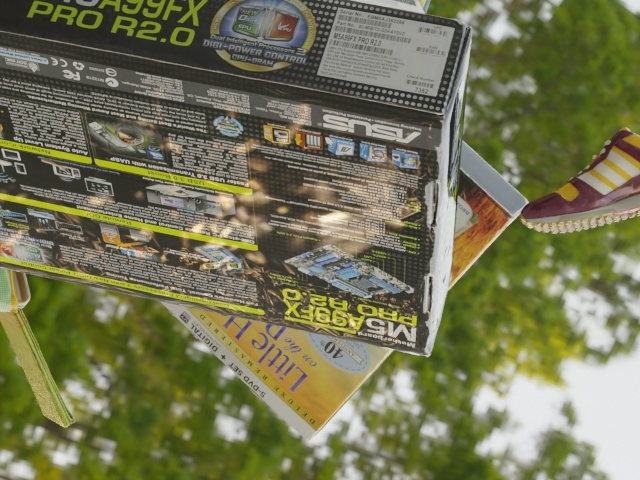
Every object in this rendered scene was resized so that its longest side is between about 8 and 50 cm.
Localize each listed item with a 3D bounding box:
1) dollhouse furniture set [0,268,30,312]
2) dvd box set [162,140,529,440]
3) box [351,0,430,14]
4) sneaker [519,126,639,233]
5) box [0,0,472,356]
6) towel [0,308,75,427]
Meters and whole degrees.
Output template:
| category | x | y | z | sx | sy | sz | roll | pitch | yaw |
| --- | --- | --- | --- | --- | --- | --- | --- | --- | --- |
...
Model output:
| category | x | y | z | sx | sy | sz | roll | pitch | yaw |
| --- | --- | --- | --- | --- | --- | --- | --- | --- | --- |
| dollhouse furniture set | -0.328 | -0.005 | 1.632 | 0.058 | 0.076 | 0.151 | -47 | -126 | 52 |
| dvd box set | 0.000 | 0.000 | 1.970 | 0.307 | 0.062 | 0.420 | 44 | -58 | 5 |
| box | -0.020 | -0.230 | 1.099 | 0.044 | 0.233 | 0.159 | 46 | -59 | 59 |
| sneaker | 0.277 | -0.062 | 1.603 | 0.186 | 0.069 | 0.083 | -13 | -98 | 8 |
| box | -0.065 | -0.044 | 0.853 | 0.270 | 0.216 | 0.060 | 11 | -123 | 9 |
| towel | -0.387 | 0.130 | 2.183 | 0.021 | 0.237 | 0.102 | -27 | -163 | -21 |
